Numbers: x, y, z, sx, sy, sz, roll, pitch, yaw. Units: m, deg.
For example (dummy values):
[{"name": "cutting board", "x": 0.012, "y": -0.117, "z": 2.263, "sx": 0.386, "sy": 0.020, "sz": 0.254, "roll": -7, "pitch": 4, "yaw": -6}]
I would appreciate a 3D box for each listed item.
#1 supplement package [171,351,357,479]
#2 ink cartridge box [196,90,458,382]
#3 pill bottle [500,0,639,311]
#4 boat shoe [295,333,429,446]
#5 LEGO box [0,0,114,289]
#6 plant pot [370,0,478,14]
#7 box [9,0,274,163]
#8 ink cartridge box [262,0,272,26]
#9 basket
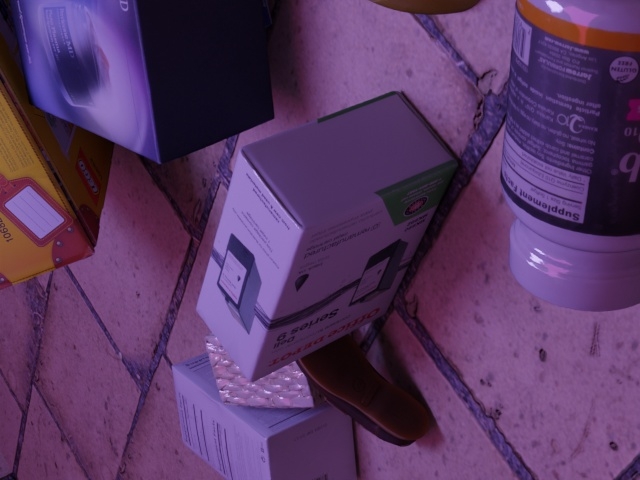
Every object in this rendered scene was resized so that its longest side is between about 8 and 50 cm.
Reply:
[{"name": "supplement package", "x": -0.079, "y": 0.248, "z": 1.777, "sx": 0.244, "sy": 0.139, "sz": 0.133, "roll": 28, "pitch": 131, "yaw": 49}, {"name": "ink cartridge box", "x": 0.000, "y": 0.000, "z": 1.420, "sx": 0.121, "sy": 0.211, "sz": 0.289, "roll": 52, "pitch": 147, "yaw": 23}, {"name": "pill bottle", "x": 0.228, "y": -0.092, "z": 1.044, "sx": 0.162, "sy": 0.162, "sz": 0.278, "roll": 36, "pitch": 138, "yaw": 42}, {"name": "boat shoe", "x": 0.035, "y": 0.173, "z": 1.558, "sx": 0.207, "sy": 0.073, "sz": 0.073, "roll": 44, "pitch": 156, "yaw": -4}, {"name": "LEGO box", "x": -0.477, "y": -0.239, "z": 1.765, "sx": 0.372, "sy": 0.193, "sz": 0.500, "roll": -97, "pitch": -15, "yaw": -61}, {"name": "plant pot", "x": 0.081, "y": -0.269, "z": 1.226, "sx": 0.134, "sy": 0.095, "sz": 0.134, "roll": 35, "pitch": 136, "yaw": 43}, {"name": "box", "x": -0.222, "y": -0.283, "z": 1.520, "sx": 0.294, "sy": 0.183, "sz": 0.296, "roll": 24, "pitch": 130, "yaw": 43}, {"name": "ink cartridge box", "x": -0.157, "y": -0.361, "z": 1.592, "sx": 0.224, "sy": 0.045, "sz": 0.223, "roll": 12, "pitch": 121, "yaw": 53}, {"name": "basket", "x": -0.051, "y": 0.148, "z": 1.653, "sx": 0.167, "sy": 0.103, "sz": 0.113, "roll": -3, "pitch": 108, "yaw": 38}]
